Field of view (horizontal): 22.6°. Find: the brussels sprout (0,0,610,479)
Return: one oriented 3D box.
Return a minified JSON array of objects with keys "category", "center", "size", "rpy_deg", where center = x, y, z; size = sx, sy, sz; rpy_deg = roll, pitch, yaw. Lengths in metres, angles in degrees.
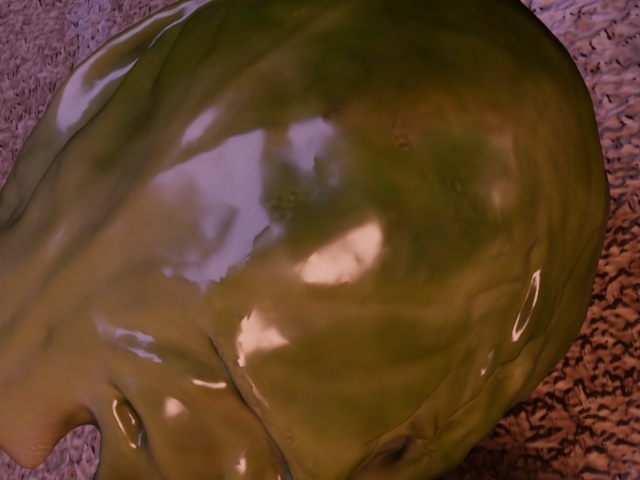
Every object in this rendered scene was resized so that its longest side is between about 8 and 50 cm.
[{"category":"brussels sprout","center":[0.003,-0.019,1.024],"size":[0.342,0.425,0.361],"rpy_deg":[40,117,15]}]
